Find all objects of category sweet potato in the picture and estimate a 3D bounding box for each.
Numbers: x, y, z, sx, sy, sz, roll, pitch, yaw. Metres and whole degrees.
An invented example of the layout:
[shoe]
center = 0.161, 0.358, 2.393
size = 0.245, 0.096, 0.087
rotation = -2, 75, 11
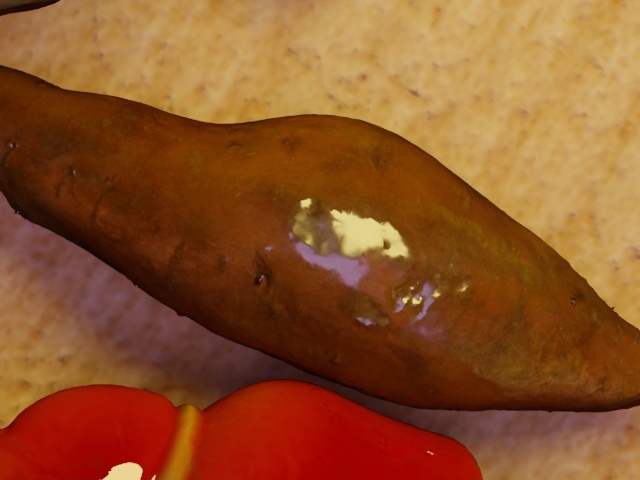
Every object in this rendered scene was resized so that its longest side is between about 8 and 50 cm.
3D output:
[sweet potato]
center = 0.004, 0.003, 0.711
size = 0.359, 0.112, 0.112
rotation = 21, 96, -6

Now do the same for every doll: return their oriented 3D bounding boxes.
[doll]
center = -0.007, 0.154, 0.704
size = 0.363, 0.160, 0.182
rotation = 26, 80, -8

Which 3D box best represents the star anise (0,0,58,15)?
[star anise]
center = -0.058, -0.191, 0.592
size = 0.315, 0.315, 0.108
rotation = -46, 112, 3
